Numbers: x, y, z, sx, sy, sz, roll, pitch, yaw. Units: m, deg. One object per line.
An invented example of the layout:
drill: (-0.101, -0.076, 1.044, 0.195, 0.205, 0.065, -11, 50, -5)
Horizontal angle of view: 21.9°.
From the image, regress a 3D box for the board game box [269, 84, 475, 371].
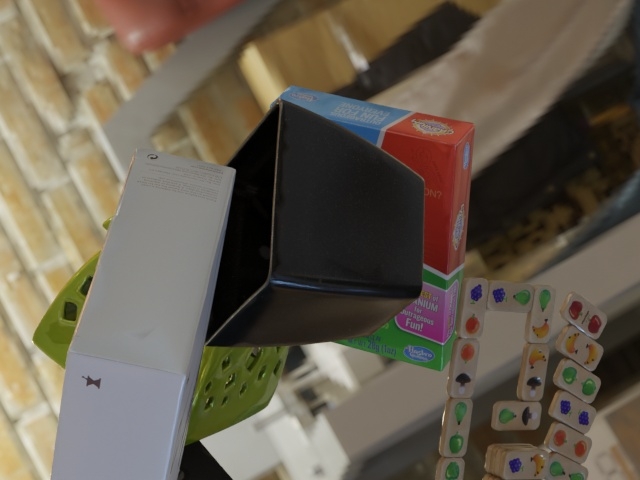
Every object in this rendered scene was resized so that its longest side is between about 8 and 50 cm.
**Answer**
board game box: (0.057, -0.014, 2.018, 0.242, 0.064, 0.316, 13, 123, 21)

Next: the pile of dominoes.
pile of dominoes: (0.209, 0.167, 1.624, 0.040, 0.196, 0.251, 13, 97, 56)

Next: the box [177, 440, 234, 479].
box: (-0.161, 0.349, 1.870, 0.270, 0.143, 0.165, 42, 138, 45)

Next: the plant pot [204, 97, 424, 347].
plant pot: (0.000, 0.000, 1.585, 0.188, 0.167, 0.187, 134, 143, -58)

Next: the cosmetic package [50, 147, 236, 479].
cosmetic package: (-0.160, 0.157, 1.377, 0.284, 0.097, 0.377, -78, 1, -55)

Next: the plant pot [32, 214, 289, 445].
plant pot: (-0.155, 0.075, 1.901, 0.227, 0.207, 0.228, 35, -157, 18)
